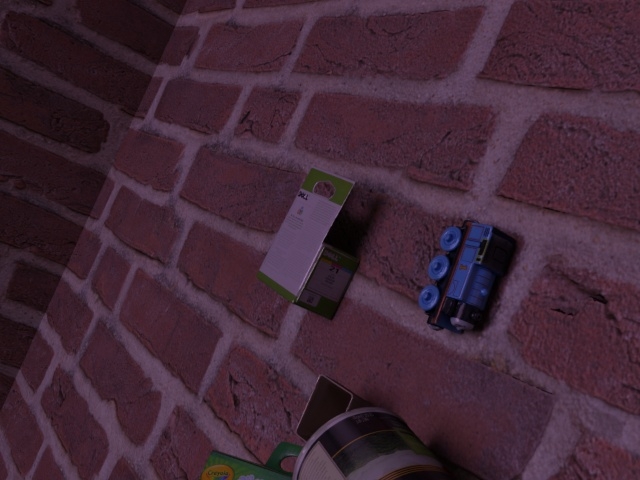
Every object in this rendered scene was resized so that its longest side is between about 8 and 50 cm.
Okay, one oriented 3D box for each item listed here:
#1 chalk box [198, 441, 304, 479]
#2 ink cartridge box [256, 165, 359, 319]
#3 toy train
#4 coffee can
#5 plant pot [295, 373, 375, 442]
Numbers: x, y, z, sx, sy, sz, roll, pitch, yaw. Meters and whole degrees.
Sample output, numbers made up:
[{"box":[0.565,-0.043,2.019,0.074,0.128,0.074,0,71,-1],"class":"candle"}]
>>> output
[{"box":[-0.093,0.445,1.311,0.180,0.179,0.289,5,61,37],"class":"chalk box"},{"box":[0.000,0.000,1.666,0.255,0.097,0.189,-63,30,1],"class":"ink cartridge box"},{"box":[0.221,0.056,1.305,0.105,0.080,0.184,13,80,53],"class":"toy train"},{"box":[0.103,0.378,1.134,0.202,0.201,0.275,-61,31,7],"class":"coffee can"},{"box":[0.041,0.296,1.390,0.109,0.096,0.109,21,87,59],"class":"plant pot"}]
